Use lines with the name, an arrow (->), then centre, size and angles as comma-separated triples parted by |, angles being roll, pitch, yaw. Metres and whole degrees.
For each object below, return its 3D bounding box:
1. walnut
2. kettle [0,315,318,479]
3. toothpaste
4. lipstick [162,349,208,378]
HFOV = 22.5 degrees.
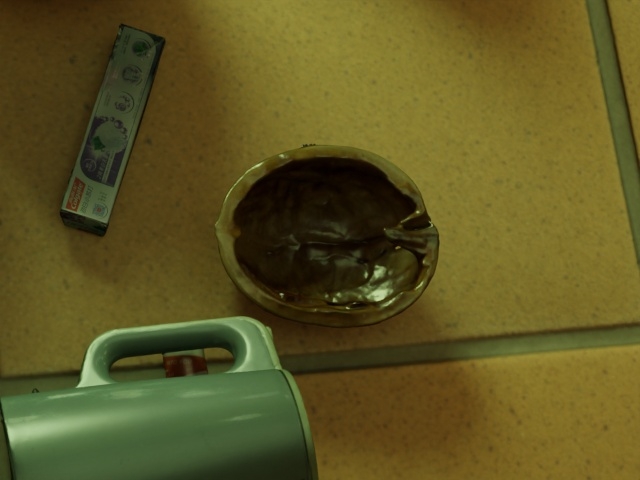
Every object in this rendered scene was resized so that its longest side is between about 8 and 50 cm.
walnut -> -0.002, 0.000, 1.470 | 0.211, 0.087, 0.167 | 4, 79, -16
kettle -> -0.137, 0.163, 1.331 | 0.243, 0.160, 0.210 | -12, 50, -14
toothpaste -> -0.189, -0.102, 1.464 | 0.047, 0.040, 0.196 | 18, 69, -9
lipstick -> -0.110, 0.159, 1.411 | 0.038, 0.038, 0.130 | -7, 77, -21
